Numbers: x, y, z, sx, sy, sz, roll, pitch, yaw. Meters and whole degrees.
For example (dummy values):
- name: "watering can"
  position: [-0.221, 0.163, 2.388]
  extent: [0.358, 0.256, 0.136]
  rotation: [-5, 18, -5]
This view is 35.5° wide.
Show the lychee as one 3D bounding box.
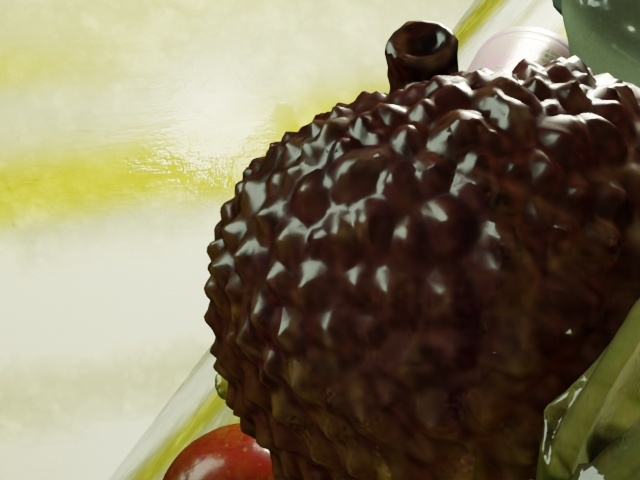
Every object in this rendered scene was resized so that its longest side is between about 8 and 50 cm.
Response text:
- name: "lychee"
  position: [0.081, 0.040, 0.574]
  extent: [0.306, 0.330, 0.306]
  rotation: [-10, 4, 1]

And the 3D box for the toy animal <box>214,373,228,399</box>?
- name: "toy animal"
  position: [0.049, 0.072, 1.107]
  extent: [0.363, 0.180, 0.181]
  rotation: [-46, 4, 23]

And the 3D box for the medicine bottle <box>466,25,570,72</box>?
- name: "medicine bottle"
  position: [0.216, -0.127, 1.167]
  extent: [0.152, 0.152, 0.254]
  rotation: [-43, 10, 45]

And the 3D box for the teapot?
- name: "teapot"
  position: [0.275, -0.154, 0.938]
  extent: [0.251, 0.183, 0.183]
  rotation: [-59, 0, 44]

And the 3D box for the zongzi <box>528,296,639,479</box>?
- name: "zongzi"
  position: [0.209, 0.057, 0.273]
  extent: [0.447, 0.181, 0.418]
  rotation: [-53, 8, 1]

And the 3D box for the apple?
- name: "apple"
  position: [-0.068, 0.262, 0.933]
  extent: [0.181, 0.181, 0.168]
  rotation: [-53, -14, -15]

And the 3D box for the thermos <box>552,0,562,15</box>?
- name: "thermos"
  position: [0.403, -0.324, 1.091]
  extent: [0.286, 0.145, 0.182]
  rotation: [-48, 38, 16]
